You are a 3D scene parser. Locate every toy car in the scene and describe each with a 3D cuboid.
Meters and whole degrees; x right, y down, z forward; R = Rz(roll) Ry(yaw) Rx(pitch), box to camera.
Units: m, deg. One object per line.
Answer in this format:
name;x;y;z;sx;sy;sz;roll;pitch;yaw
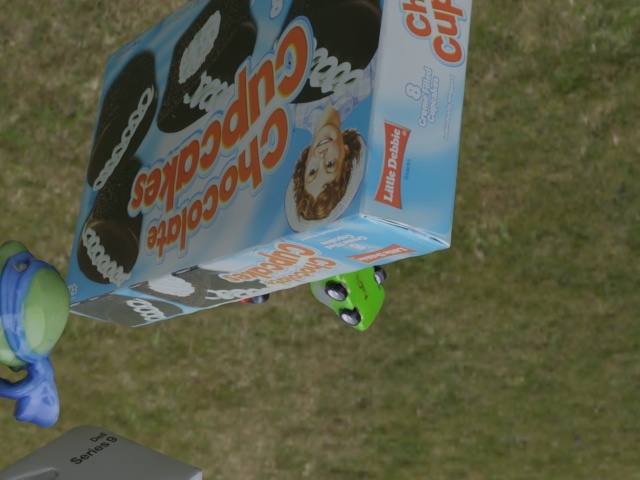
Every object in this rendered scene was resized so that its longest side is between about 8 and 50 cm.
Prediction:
toy car;0.000;0.000;1.033;0.053;0.239;0.225;14;148;32

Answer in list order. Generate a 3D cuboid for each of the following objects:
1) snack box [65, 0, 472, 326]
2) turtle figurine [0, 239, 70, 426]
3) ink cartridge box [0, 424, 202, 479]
snack box;-0.043;-0.063;0.664;0.060;0.187;0.322;18;159;-33
turtle figurine;-0.254;-0.019;0.531;0.266;0.198;0.274;-12;120;12
ink cartridge box;-0.193;0.314;0.850;0.122;0.211;0.289;14;115;28
